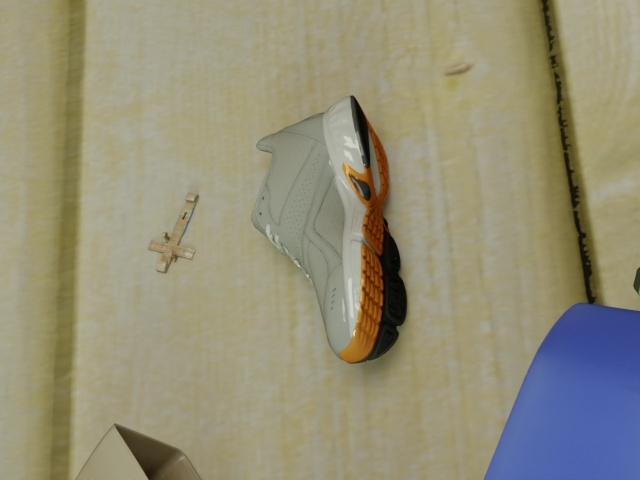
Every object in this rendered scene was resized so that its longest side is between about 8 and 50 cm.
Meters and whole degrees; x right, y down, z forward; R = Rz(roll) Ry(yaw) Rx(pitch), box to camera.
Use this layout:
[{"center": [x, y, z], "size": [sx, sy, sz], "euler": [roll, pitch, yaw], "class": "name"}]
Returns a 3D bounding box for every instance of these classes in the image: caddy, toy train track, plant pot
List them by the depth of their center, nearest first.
[{"center": [0.226, 0.206, 1.014], "size": [0.179, 0.241, 0.341], "euler": [14, 68, 29], "class": "caddy"}, {"center": [-0.149, 0.230, 1.207], "size": [0.096, 0.109, 0.109], "euler": [-42, 57, 7], "class": "plant pot"}, {"center": [-0.134, -0.009, 1.381], "size": [0.048, 0.014, 0.083], "euler": [12, 66, 23], "class": "toy train track"}]

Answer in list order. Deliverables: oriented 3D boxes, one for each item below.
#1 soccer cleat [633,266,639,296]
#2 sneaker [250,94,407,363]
[{"center": [0.340, -0.002, 1.176], "size": [0.121, 0.093, 0.289], "euler": [26, 73, 25], "class": "soccer cleat"}, {"center": [0.000, 0.000, 1.295], "size": [0.121, 0.099, 0.262], "euler": [-17, 50, 17], "class": "sneaker"}]
